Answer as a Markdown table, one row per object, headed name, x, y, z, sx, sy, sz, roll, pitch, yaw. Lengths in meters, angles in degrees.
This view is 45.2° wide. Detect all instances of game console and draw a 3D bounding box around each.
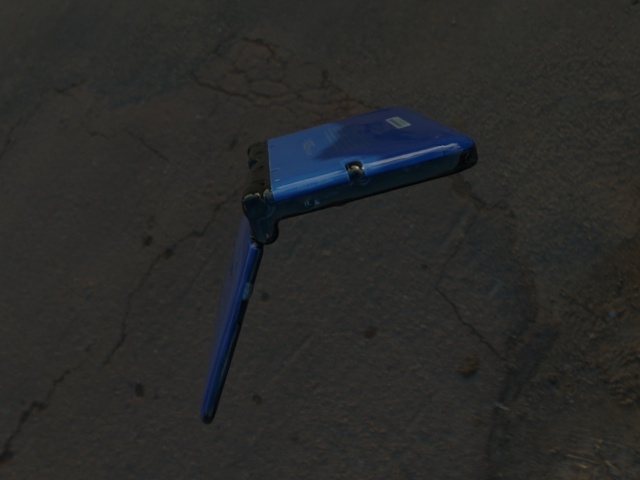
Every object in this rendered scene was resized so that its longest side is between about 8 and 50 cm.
| name | x | y | z | sx | sy | sz | roll | pitch | yaw |
| --- | --- | --- | --- | --- | --- | --- | --- | --- | --- |
| game console | 0.000 | 0.000 | 0.690 | 0.250 | 0.293 | 0.173 | -15 | 106 | 0 |
